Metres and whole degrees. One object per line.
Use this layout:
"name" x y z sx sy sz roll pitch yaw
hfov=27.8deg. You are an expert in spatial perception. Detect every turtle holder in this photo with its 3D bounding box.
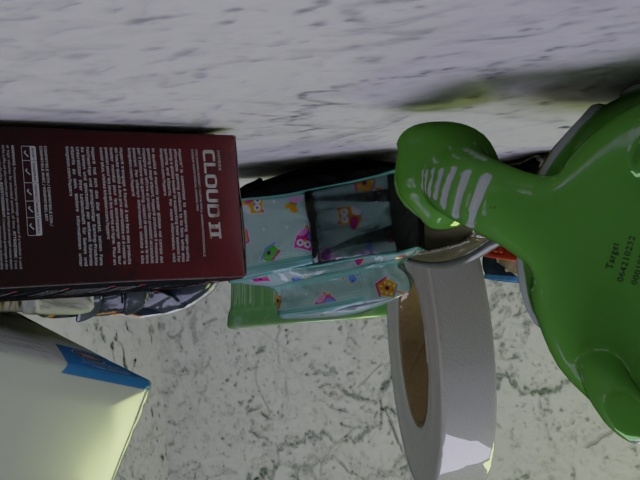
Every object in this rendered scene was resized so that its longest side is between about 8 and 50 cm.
"turtle holder" 0.227 0.011 0.871 0.320 0.243 0.227 -13 -167 2

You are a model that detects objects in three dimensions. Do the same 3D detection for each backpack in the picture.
"backpack" 0.000 0.000 1.190 0.188 0.144 0.166 -2 -178 7

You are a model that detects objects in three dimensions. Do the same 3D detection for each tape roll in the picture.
"tape roll" 0.153 0.140 1.704 0.072 0.392 0.392 -3 177 -6

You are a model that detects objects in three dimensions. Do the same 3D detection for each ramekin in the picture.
"ramekin" -0.004 0.058 2.086 0.303 0.148 0.303 -4 176 0

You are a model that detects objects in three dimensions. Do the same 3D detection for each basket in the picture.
"basket" -0.347 0.032 1.530 0.103 0.113 0.167 -1 177 12

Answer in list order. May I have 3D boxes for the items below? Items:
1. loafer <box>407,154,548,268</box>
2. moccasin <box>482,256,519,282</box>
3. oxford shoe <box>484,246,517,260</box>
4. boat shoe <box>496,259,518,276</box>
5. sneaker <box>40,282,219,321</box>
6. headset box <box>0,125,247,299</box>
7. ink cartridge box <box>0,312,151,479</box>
"loafer" 0.159 -0.040 1.303 0.251 0.094 0.087 -20 143 41
"moccasin" 0.369 -0.005 1.880 0.342 0.116 0.138 -8 -168 -37
"oxford shoe" 0.266 -0.030 1.448 0.271 0.096 0.098 -5 -177 2
"boat shoe" 0.270 -0.013 1.598 0.103 0.113 0.302 28 -168 -1
"sneaker" -0.290 0.046 1.693 0.321 0.126 0.127 -3 -178 1
"headset box" -0.210 -0.012 0.931 0.293 0.110 0.218 -2 176 -38
"ink cartridge box" -0.449 0.155 1.542 0.395 0.166 0.285 21 179 38
